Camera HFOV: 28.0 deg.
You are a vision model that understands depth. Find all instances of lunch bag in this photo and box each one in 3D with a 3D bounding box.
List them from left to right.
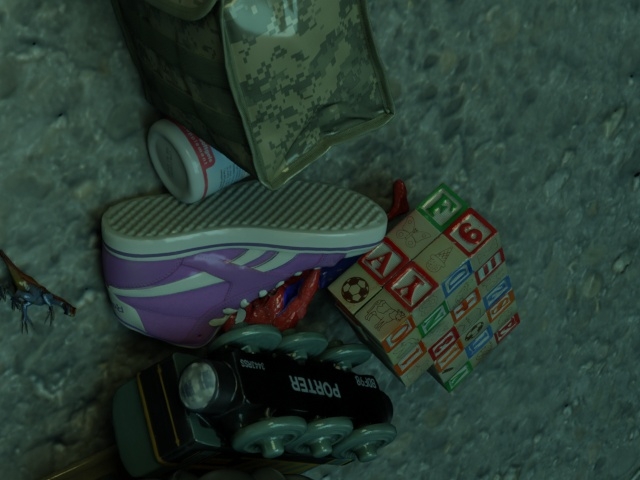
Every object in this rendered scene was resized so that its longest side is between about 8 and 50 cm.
[{"bbox_3d":[-0.081,-0.223,1.083,0.169,0.235,0.287,-32,130,-20],"label":"lunch bag"}]

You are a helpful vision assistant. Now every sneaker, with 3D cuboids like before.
[{"bbox_3d":[-0.075,0.028,1.294,0.282,0.102,0.161,-3,124,-7],"label":"sneaker"}]

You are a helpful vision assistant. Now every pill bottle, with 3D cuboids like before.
[{"bbox_3d":[-0.082,-0.106,1.254,0.160,0.087,0.087,-29,129,-26],"label":"pill bottle"}]

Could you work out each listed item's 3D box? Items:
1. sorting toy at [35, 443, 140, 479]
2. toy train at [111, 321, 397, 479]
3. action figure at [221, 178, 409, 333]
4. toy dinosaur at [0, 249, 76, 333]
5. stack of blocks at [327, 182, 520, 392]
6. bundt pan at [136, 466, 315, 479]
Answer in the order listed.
[{"bbox_3d":[-0.202,0.350,1.437,0.229,0.041,0.307,-25,127,-29],"label":"sorting toy"},{"bbox_3d":[-0.061,0.182,1.348,0.190,0.142,0.334,-28,156,26],"label":"toy train"},{"bbox_3d":[0.000,0.000,1.384,0.280,0.091,0.139,-34,138,-23],"label":"action figure"},{"bbox_3d":[-0.265,0.051,1.220,0.082,0.047,0.090,-11,111,-57],"label":"toy dinosaur"},{"bbox_3d":[0.128,0.076,1.467,0.171,0.087,0.297,-43,154,-6],"label":"stack of blocks"},{"bbox_3d":[-0.111,0.313,1.292,0.331,0.331,0.124,21,55,-45],"label":"bundt pan"}]
